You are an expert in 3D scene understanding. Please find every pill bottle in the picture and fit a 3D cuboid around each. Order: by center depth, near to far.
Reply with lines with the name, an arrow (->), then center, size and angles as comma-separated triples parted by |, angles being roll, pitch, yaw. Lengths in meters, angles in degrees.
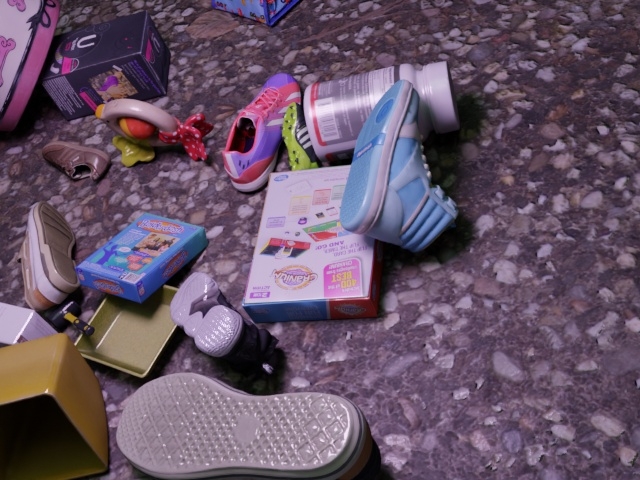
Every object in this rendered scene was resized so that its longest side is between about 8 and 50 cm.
pill bottle -> 0.123, -0.257, 1.782 | 0.283, 0.161, 0.161 | -10, 51, 13

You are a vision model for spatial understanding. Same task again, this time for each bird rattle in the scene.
bird rattle -> -0.367, -0.236, 1.944 | 0.254, 0.207, 0.143 | 10, 76, 38

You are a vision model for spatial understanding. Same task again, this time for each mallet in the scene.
mallet -> -0.464, 0.148, 1.734 | 0.190, 0.039, 0.062 | 4, 48, 53

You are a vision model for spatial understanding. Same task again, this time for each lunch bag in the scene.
lunch bag -> -0.114, -0.685, 2.251 | 0.221, 0.138, 0.293 | 27, 58, 38

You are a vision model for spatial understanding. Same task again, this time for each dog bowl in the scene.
dog bowl -> -0.754, -0.442, 2.164 | 0.408, 0.150, 0.407 | -44, 35, 44

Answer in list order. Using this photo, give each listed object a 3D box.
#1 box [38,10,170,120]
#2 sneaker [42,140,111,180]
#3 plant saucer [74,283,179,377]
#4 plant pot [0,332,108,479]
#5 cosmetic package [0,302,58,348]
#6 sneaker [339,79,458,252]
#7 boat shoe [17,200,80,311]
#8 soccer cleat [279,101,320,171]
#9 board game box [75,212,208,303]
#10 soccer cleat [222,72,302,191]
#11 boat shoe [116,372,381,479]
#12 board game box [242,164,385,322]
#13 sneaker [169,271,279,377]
box -> -0.517, -0.420, 2.175 | 0.271, 0.143, 0.165 | -13, 50, 11
sneaker -> -0.569, -0.178, 2.054 | 0.189, 0.066, 0.071 | 7, 57, 27
plant saucer -> -0.346, 0.166, 1.707 | 0.188, 0.045, 0.188 | 13, 60, 29
plant pot -> -0.496, 0.286, 1.578 | 0.212, 0.212, 0.187 | -15, 38, 10
cosmetic package -> -0.631, 0.178, 1.765 | 0.231, 0.117, 0.085 | 8, 58, 25
sneaker -> 0.167, -0.121, 1.636 | 0.127, 0.208, 0.318 | -26, 42, 61
boat shoe -> -0.574, 0.026, 1.861 | 0.103, 0.113, 0.302 | -40, 36, 9
soccer cleat -> -0.038, -0.204, 1.858 | 0.060, 0.072, 0.178 | -39, 49, 43
board game box -> -0.348, 0.030, 1.772 | 0.160, 0.047, 0.210 | 14, 40, 30
soccer cleat -> -0.122, -0.254, 1.904 | 0.109, 0.116, 0.318 | 4, 55, 24
boat shoe -> -0.126, 0.319, 1.436 | 0.500, 0.156, 0.186 | -4, 56, 34
board game box -> 0.000, 0.000, 1.690 | 0.242, 0.064, 0.316 | -4, 52, 19
sneaker -> -0.167, 0.157, 1.592 | 0.101, 0.153, 0.268 | -49, 31, 0
